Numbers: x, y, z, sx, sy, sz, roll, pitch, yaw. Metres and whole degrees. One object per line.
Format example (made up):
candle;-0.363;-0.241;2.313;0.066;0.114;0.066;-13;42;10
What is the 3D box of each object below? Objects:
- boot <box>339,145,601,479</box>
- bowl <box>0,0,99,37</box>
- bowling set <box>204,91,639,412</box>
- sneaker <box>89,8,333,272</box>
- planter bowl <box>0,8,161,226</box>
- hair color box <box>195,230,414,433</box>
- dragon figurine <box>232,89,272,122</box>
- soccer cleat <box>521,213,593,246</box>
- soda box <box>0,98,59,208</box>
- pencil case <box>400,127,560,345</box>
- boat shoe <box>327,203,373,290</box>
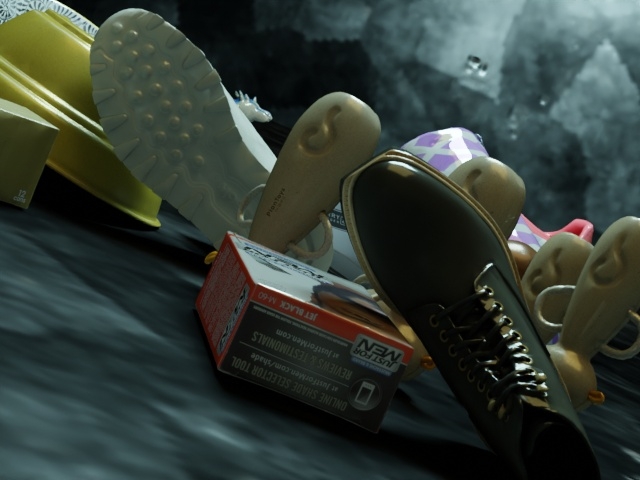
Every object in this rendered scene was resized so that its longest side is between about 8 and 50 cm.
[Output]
boot;0.085;0.047;0.941;0.198;0.077;0.137;53;4;-13
bowl;-0.271;-0.166;1.689;0.170;0.080;0.170;29;20;-11
bowling set;0.094;0.045;1.162;0.287;0.154;0.200;25;-13;32
sneaker;-0.079;-0.058;1.271;0.235;0.090;0.095;55;6;-3
planter bowl;-0.183;-0.107;1.327;0.217;0.090;0.217;35;3;-2
hair color box;-0.013;0.046;0.997;0.093;0.053;0.167;23;7;-12
dragon figurine;-0.191;-0.171;2.106;0.289;0.085;0.144;22;6;-15
soccer cleat;0.110;-0.014;1.697;0.318;0.116;0.108;21;6;-20
soda box;-0.259;-0.077;1.127;0.181;0.058;0.061;18;7;-36
pencil case;0.116;0.007;1.354;0.086;0.088;0.206;-13;48;-12
boat shoe;0.000;0.000;1.411;0.228;0.080;0.076;20;-21;-37
